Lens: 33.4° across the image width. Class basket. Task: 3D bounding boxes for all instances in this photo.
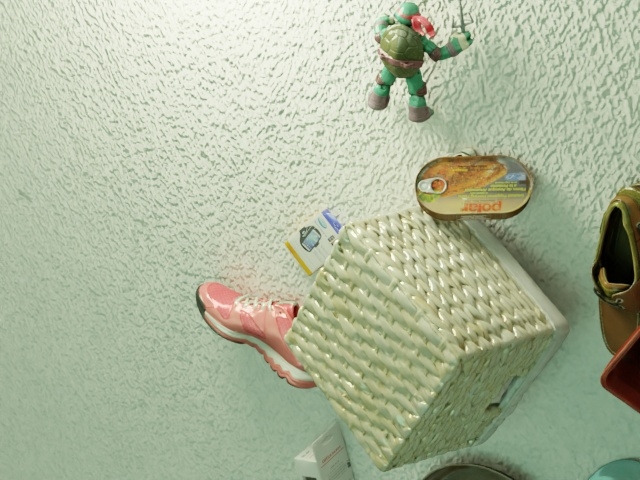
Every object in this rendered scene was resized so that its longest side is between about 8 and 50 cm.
[{"bbox_3d":[0.166,0.158,1.766,0.331,0.266,0.328,51,134,28],"label":"basket"}]

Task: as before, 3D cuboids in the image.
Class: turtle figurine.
[{"bbox_3d":[0.142,-0.311,1.724,0.175,0.118,0.234,33,135,28],"label":"turtle figurine"}]

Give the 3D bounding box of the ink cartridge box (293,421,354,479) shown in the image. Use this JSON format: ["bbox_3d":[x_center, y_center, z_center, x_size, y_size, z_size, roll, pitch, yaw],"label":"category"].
[{"bbox_3d":[0.009,0.469,2.175,0.060,0.104,0.180,-3,108,37],"label":"ink cartridge box"}]

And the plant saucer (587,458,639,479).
[{"bbox_3d":[0.515,0.471,1.809,0.037,0.195,0.195,27,138,-30],"label":"plant saucer"}]

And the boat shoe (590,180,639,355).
[{"bbox_3d":[0.464,0.058,1.652,0.111,0.104,0.307,22,125,44],"label":"boat shoe"}]

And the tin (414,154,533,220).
[{"bbox_3d":[0.249,-0.083,1.733,0.190,0.106,0.040,0,152,6],"label":"tin"}]

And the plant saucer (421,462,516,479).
[{"bbox_3d":[0.320,0.552,2.032,0.311,0.050,0.310,14,119,28],"label":"plant saucer"}]

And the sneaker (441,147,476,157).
[{"bbox_3d":[0.222,-0.132,1.796,0.083,0.037,0.032,-27,96,41],"label":"sneaker"}]

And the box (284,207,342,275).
[{"bbox_3d":[0.000,0.000,2.018,0.136,0.028,0.081,-39,86,37],"label":"box"}]

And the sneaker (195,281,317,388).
[{"bbox_3d":[-0.101,0.155,2.123,0.314,0.116,0.136,34,116,10],"label":"sneaker"}]

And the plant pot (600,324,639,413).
[{"bbox_3d":[0.590,0.139,1.505,0.267,0.236,0.267,35,115,7],"label":"plant pot"}]
